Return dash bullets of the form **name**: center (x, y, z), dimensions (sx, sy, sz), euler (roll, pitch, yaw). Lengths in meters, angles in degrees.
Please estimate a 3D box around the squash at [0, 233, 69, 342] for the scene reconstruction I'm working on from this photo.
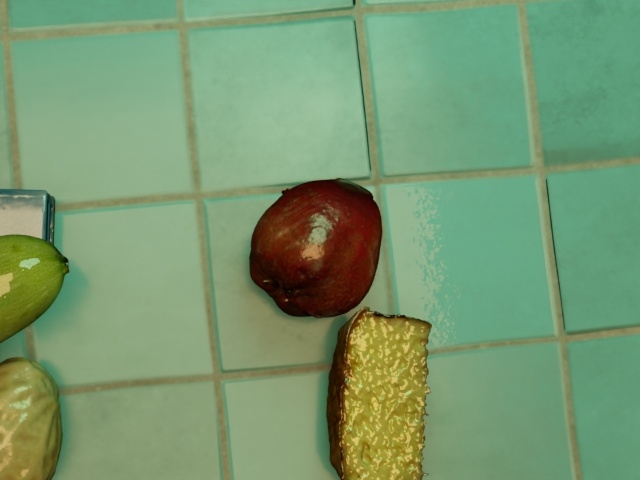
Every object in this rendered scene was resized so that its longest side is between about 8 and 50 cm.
- **squash**: center (-0.429, 0.072, 1.508), dimensions (0.247, 0.132, 0.132), euler (-31, 89, -3)

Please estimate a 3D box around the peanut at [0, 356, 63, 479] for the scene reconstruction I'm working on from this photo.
- **peanut**: center (-0.429, 0.304, 1.575), dimensions (0.152, 0.152, 0.313), euler (28, 77, -4)

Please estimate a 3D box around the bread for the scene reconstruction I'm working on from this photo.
- **bread**: center (0.071, 0.219, 1.657), dimensions (0.129, 0.134, 0.260), euler (5, 89, -17)

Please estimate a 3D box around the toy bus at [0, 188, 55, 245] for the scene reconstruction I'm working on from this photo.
- **toy bus**: center (-0.473, -0.015, 1.609), dimensions (0.234, 0.133, 0.116), euler (1, 86, -8)

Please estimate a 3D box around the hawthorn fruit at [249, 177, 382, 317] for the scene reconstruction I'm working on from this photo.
- **hawthorn fruit**: center (0.000, 0.000, 1.652), dimensions (0.185, 0.185, 0.202), euler (34, 67, -3)
